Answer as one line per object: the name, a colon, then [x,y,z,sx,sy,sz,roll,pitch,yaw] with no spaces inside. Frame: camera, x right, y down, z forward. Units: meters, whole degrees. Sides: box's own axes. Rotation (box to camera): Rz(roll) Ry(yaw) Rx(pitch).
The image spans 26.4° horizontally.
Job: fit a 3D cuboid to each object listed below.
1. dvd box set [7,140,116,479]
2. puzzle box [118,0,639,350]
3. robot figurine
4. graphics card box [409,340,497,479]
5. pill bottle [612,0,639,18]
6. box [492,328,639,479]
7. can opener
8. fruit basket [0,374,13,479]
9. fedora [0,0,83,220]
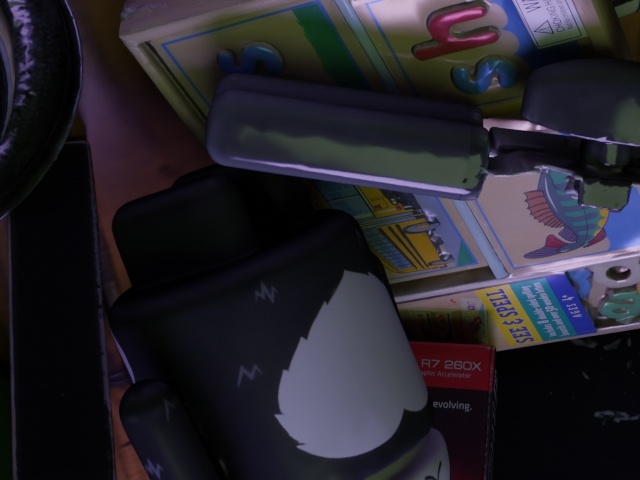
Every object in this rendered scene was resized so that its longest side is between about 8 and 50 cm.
dvd box set: [-0.175,0.185,0.975,0.062,0.307,0.420,-4,134,-10]
puzzle box: [0.083,-0.051,0.905,0.272,0.052,0.409,-11,142,23]
robot figurine: [-0.024,0.086,0.858,0.209,0.173,0.278,-24,98,-12]
graphics card box: [0.002,0.249,0.966,0.233,0.371,0.094,4,157,8]
pill bottle: [0.197,-0.210,0.851,0.245,0.130,0.130,-20,137,0]
box: [0.390,0.189,1.080,0.480,0.472,0.297,-26,136,6]
can opener: [0.075,-0.069,0.791,0.280,0.074,0.093,4,110,0]
fruit basket: [-0.341,0.298,1.038,0.392,0.283,0.392,-3,124,-5]
fedora: [-0.281,-0.037,0.731,0.334,0.152,0.334,-11,137,-10]
